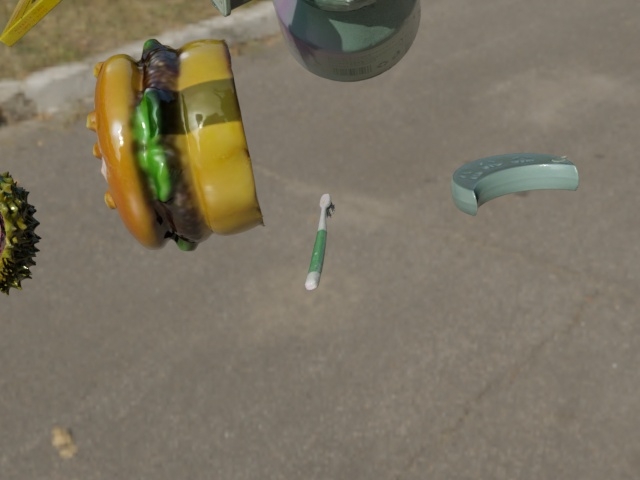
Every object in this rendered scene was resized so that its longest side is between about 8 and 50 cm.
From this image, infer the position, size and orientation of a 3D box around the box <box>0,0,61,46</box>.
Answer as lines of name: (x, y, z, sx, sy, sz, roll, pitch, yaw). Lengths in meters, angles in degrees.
box: (-0.358, -0.321, 1.480, 0.155, 0.023, 0.087, -29, 33, 38)

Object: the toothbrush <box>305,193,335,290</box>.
toothbrush: (0.000, 0.000, 1.491, 0.018, 0.024, 0.257, -20, 23, 14)

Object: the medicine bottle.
medicine bottle: (0.040, -0.411, 1.788, 0.245, 0.245, 0.290, 3, -13, 5)

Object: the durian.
durian: (-0.399, -0.031, 1.443, 0.119, 0.186, 0.108, -24, 1, -43)

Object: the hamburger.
hamburger: (-0.267, -0.161, 2.066, 0.277, 0.395, 0.395, -12, 29, -1)

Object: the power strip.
power strip: (0.289, -0.093, 1.695, 0.216, 0.044, 0.137, -15, 22, -18)

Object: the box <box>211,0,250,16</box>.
box: (-0.114, -0.362, 1.477, 0.069, 0.122, 0.084, -24, 59, -16)
